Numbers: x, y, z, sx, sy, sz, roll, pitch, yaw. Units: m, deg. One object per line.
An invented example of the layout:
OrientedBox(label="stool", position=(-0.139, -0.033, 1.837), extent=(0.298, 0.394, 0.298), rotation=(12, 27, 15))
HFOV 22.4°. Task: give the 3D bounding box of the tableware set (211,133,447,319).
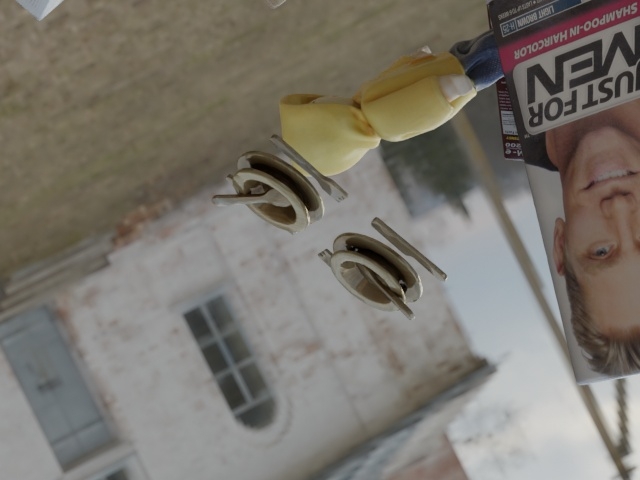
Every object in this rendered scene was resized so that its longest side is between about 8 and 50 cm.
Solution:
OrientedBox(label="tableware set", position=(0.000, 0.000, 1.354), extent=(0.039, 0.194, 0.128), rotation=(-54, -172, -25))

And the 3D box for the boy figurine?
OrientedBox(label="boy figurine", position=(0.093, -0.153, 1.550), extent=(0.285, 0.092, 0.177), rotation=(-25, -162, 5))

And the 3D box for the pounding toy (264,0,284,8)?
OrientedBox(label="pounding toy", position=(-0.020, -0.260, 1.180), extent=(0.181, 0.094, 0.206), rotation=(-27, -156, 40))

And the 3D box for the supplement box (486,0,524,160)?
OrientedBox(label="supplement box", position=(0.310, -0.244, 2.287), extent=(0.073, 0.239, 0.130), rotation=(8, -155, 40))

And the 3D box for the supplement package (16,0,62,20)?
OrientedBox(label="supplement package", position=(-0.275, -0.364, 1.537), extent=(0.149, 0.203, 0.194), rotation=(-51, -177, -38))

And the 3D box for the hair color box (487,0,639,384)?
OrientedBox(label="hair color box", position=(0.272, -0.065, 1.365), extent=(0.105, 0.347, 0.174), rotation=(-8, 172, -44))
